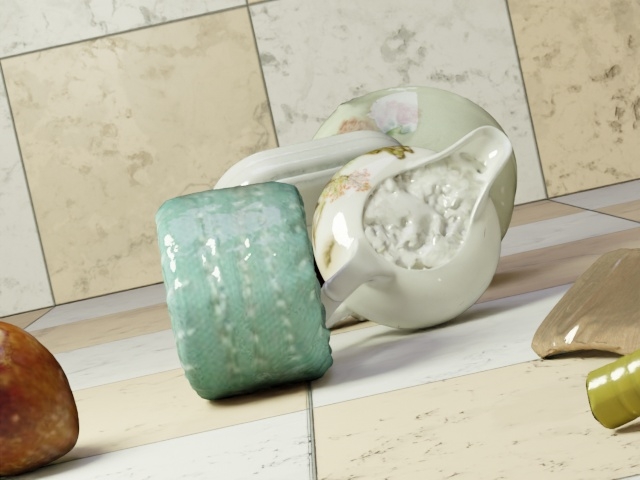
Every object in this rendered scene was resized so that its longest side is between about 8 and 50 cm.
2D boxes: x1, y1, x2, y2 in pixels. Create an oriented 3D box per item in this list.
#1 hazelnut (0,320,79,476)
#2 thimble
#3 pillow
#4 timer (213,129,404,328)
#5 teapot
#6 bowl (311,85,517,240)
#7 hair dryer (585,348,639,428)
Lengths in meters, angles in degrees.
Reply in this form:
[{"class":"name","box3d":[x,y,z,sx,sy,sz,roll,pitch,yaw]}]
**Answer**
[{"class":"hazelnut","box3d":[-0.273,0.141,1.492,0.143,0.143,0.154,-15,12,-40]},{"class":"thimble","box3d":[-0.070,0.044,1.670,0.143,0.198,0.235,-11,9,-2]},{"class":"pillow","box3d":[0.256,0.049,1.436,0.135,0.034,0.211,-48,15,-16]},{"class":"timer","box3d":[0.000,0.000,2.009,0.262,0.237,0.087,-13,34,-19]},{"class":"teapot","box3d":[0.088,-0.001,1.869,0.298,0.204,0.139,-48,-4,-24]},{"class":"bowl","box3d":[0.112,-0.039,2.171,0.277,0.277,0.145,-12,37,8]},{"class":"hair dryer","box3d":[0.290,0.057,1.072,0.279,0.135,0.090,-30,-5,29]}]
